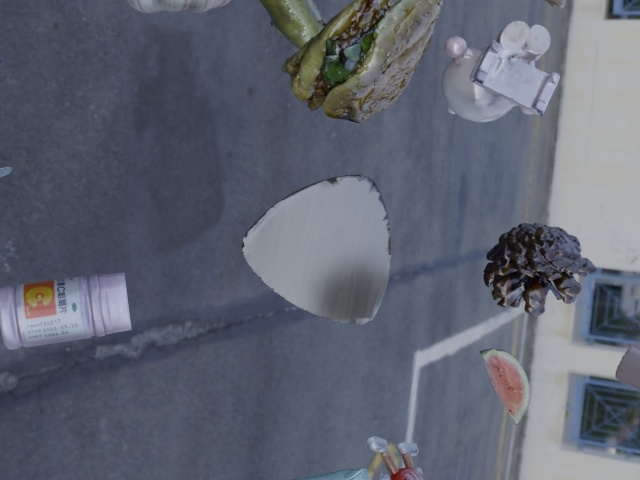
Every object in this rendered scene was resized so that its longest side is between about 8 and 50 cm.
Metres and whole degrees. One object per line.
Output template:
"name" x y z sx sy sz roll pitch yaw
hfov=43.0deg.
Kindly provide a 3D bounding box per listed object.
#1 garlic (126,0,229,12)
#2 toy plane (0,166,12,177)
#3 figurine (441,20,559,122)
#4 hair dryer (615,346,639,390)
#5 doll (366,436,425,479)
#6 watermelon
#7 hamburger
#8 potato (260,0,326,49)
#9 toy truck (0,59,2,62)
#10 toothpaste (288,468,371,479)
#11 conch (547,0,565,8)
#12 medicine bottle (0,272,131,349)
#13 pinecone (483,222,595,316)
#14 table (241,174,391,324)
"garlic" -0.262 -0.550 1.513 0.253 0.245 0.245 110 7 -47
"toy plane" -0.660 -0.063 1.372 0.212 0.267 0.088 10 45 -36
"figurine" 0.292 -0.263 1.372 0.257 0.182 0.144 167 -71 -81
"hair dryer" 0.543 0.223 1.157 0.220 0.195 0.053 17 99 -54
"doll" 0.178 0.523 1.706 0.183 0.085 0.217 22 46 -43
"watermelon" 0.388 0.282 1.669 0.163 0.069 0.087 63 11 -3
"hamburger" 0.061 -0.222 0.968 0.130 0.206 0.183 47 71 -8
"potato" -0.056 -0.400 1.370 0.085 0.105 0.188 -39 130 -7
"toy truck" -0.448 -0.167 0.824 0.113 0.208 0.126 64 13 -55
"toothpaste" -0.064 0.414 1.327 0.074 0.297 0.048 76 4 -47
"conch" 0.314 -0.478 1.089 0.324 0.186 0.263 38 58 -27
"medicine bottle" -0.522 0.143 1.674 0.133 0.250 0.133 174 -90 -76
"pinecone" 0.452 0.061 1.710 0.201 0.203 0.229 -52 180 41
"table" 0.000 0.000 1.792 0.249 0.318 0.317 -61 154 -82
